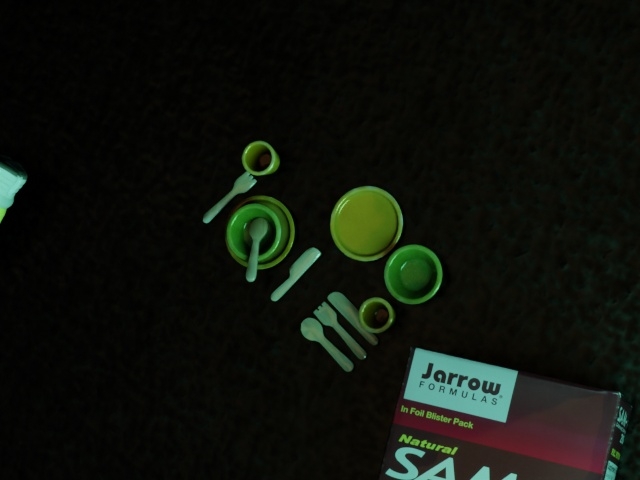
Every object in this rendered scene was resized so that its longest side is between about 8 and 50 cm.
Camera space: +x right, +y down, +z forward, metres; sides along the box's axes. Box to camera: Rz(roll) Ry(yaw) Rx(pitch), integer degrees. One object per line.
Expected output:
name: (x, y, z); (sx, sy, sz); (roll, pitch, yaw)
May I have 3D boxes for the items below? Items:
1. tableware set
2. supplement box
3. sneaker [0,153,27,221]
tableware set: (0.000, 0.000, 0.965); (0.104, 0.024, 0.154); (-46, 74, 9)
supplement box: (0.090, 0.193, 0.882); (0.130, 0.073, 0.240); (11, 81, 18)
sneaker: (-0.308, -0.042, 1.033); (0.208, 0.081, 0.094); (21, 94, 17)
